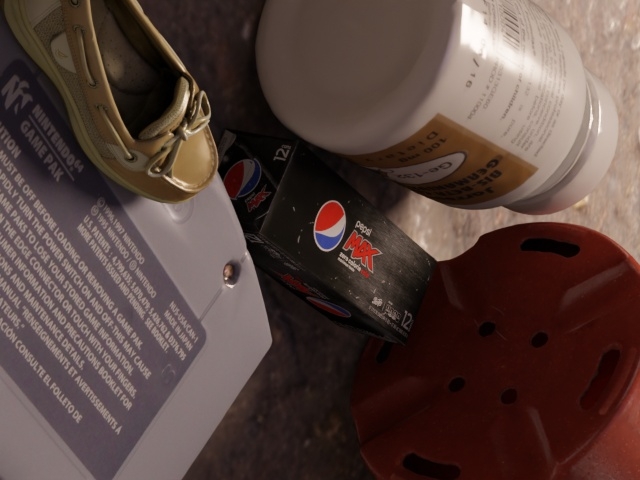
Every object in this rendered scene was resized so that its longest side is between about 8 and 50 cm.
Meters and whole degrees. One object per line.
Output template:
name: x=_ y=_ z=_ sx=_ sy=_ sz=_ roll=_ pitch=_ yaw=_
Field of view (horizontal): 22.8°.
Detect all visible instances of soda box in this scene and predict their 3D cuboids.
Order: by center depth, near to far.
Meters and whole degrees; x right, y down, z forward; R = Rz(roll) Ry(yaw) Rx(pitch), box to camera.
soda box: x=0.000 y=0.000 z=0.903 sx=0.169 sy=0.053 sz=0.060 roll=39 pitch=68 yaw=-51

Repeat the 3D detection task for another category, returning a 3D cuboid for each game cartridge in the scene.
game cartridge: x=-0.129 y=0.008 z=0.741 sx=0.196 sy=0.060 sz=0.294 roll=-52 pitch=137 yaw=-24

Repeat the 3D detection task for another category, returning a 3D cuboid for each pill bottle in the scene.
pill bottle: x=0.078 y=-0.088 z=0.916 sx=0.229 sy=0.131 sz=0.131 roll=21 pitch=84 yaw=-53

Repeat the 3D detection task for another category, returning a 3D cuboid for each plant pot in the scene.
plant pot: x=0.169 y=0.142 z=1.015 sx=0.265 sy=0.272 sz=0.272 roll=49 pitch=62 yaw=-38

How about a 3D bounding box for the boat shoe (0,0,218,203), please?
boat shoe: x=-0.082 y=-0.069 z=0.698 sx=0.056 sy=0.048 sz=0.153 roll=-56 pitch=138 yaw=-27
